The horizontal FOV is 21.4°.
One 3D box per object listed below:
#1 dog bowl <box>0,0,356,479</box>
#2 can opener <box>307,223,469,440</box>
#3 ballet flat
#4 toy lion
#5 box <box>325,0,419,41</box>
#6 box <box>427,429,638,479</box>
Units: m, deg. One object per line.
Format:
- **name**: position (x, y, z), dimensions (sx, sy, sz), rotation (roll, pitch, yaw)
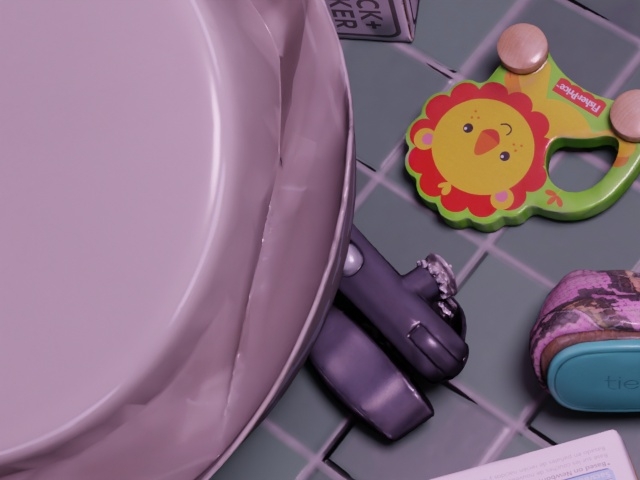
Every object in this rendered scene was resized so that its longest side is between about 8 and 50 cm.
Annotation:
- **dog bowl**: position (-0.143, -0.029, 0.709), dimensions (0.348, 0.102, 0.349), rotation (-2, 83, 16)
- **can opener**: position (0.000, 0.000, 0.753), dimensions (0.073, 0.059, 0.186), rotation (-36, 65, -6)
- **ballet flat**: position (0.199, 0.039, 0.700), dimensions (0.221, 0.077, 0.079), rotation (5, 48, 13)
- **toy lion**: position (0.093, -0.042, 0.774), dimensions (0.100, 0.034, 0.096), rotation (33, 83, 21)
- **box**: position (-0.087, -0.195, 0.840), dimensions (0.290, 0.087, 0.169), rotation (3, 67, 12)
- **box**: position (0.036, 0.167, 0.631), dimensions (0.203, 0.103, 0.114), rotation (-16, 43, 2)
